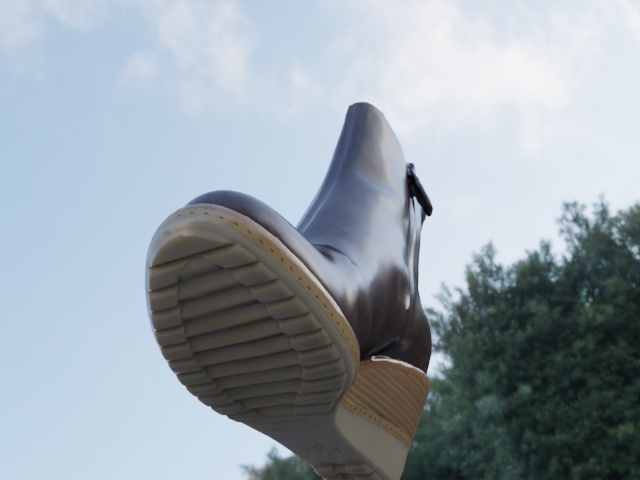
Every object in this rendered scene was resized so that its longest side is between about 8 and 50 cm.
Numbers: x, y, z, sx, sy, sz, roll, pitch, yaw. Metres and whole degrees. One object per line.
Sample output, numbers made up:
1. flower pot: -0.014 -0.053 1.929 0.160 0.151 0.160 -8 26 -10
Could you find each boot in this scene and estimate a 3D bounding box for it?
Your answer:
1. boot: 0.000 0.000 0.469 0.090 0.207 0.248 -6 -38 21
